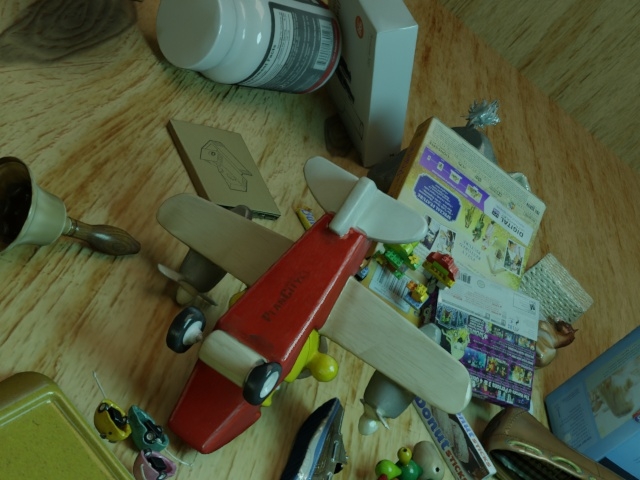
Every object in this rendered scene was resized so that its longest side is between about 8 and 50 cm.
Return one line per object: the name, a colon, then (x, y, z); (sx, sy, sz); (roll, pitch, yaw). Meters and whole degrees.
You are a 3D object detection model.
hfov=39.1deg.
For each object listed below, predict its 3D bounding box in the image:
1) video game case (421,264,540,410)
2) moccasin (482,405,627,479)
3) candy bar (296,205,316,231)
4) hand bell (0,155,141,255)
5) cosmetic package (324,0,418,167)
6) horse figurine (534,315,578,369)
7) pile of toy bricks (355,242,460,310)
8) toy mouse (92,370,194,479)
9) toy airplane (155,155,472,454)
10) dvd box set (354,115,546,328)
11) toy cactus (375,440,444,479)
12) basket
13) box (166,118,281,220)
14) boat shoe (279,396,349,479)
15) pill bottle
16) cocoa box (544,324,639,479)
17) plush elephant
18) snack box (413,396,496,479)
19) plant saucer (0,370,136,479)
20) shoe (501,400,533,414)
video game case: (0.279, 0.168, 1.573); (0.232, 0.042, 0.210); (22, 65, -24)
moccasin: (0.431, 0.431, 1.489); (0.380, 0.139, 0.147); (42, 30, -2)
candy bar: (0.000, 0.000, 1.635); (0.040, 0.018, 0.161); (5, 48, -49)
hand bell: (-0.326, -0.014, 1.187); (0.242, 0.126, 0.126); (23, 33, -54)
cosmetic package: (0.098, -0.388, 1.925); (0.097, 0.377, 0.284); (-15, 53, -14)
horse figurine: (0.440, 0.200, 1.879); (0.174, 0.066, 0.263); (40, 26, 5)
pile of toy bricks: (0.123, 0.018, 1.486); (0.212, 0.105, 0.118); (40, 63, 11)
toy mouse: (-0.202, 0.238, 1.028); (0.143, 0.031, 0.161); (44, 5, -41)
toy airplane: (-0.023, 0.085, 1.213); (0.384, 0.272, 0.386); (-9, 58, -5)
dvd box set: (0.240, 0.018, 1.662); (0.308, 0.062, 0.420); (34, 60, -17)
toy cactus: (0.165, 0.355, 1.313); (0.219, 0.112, 0.180); (26, 23, -14)
basket: (0.524, 0.122, 2.043); (0.167, 0.103, 0.113); (48, 28, 10)
box: (-0.170, -0.124, 1.581); (0.164, 0.021, 0.201); (8, 46, -47)
boat shoe: (0.000, 0.290, 1.219); (0.066, 0.066, 0.183); (45, 37, -10)
pill bottle: (-0.138, -0.412, 1.801); (0.363, 0.210, 0.210); (-3, 54, -53)
cocoa box: (0.627, 0.324, 1.659); (0.228, 0.347, 0.231); (33, 31, -19)
plush elephant: (0.305, -0.114, 1.953); (0.272, 0.330, 0.255); (24, -27, 40)
snack box: (0.211, 0.310, 1.447); (0.022, 0.064, 0.178); (2, 49, -46)
plant saucer: (-0.279, 0.286, 0.852); (0.333, 0.081, 0.333); (48, 30, 8)
shoe: (0.360, 0.259, 1.700); (0.081, 0.063, 0.178); (3, 44, -43)
